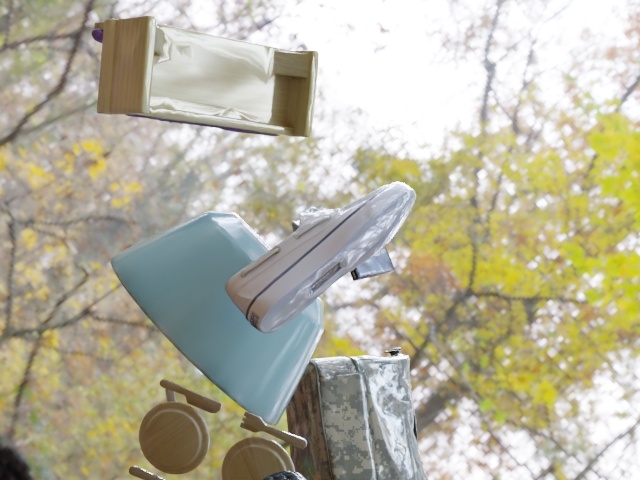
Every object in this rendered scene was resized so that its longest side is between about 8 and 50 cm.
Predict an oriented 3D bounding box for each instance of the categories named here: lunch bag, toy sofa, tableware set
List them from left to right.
[{"bbox_3d":[-0.189,-0.257,1.742,0.177,0.362,0.150,7,-87,46],"label":"toy sofa"},{"bbox_3d":[-0.117,0.247,1.253,0.194,0.128,0.039,22,8,11],"label":"tableware set"},{"bbox_3d":[0.081,0.377,2.155,0.212,0.256,0.305,152,-68,-66],"label":"lunch bag"}]

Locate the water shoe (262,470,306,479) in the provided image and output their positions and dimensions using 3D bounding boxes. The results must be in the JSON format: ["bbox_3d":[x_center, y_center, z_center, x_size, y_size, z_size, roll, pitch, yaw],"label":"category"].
[{"bbox_3d":[-0.047,0.315,1.072,0.073,0.203,0.080,-7,-67,22],"label":"water shoe"}]

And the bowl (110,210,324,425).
[{"bbox_3d":[-0.112,0.080,1.437,0.311,0.163,0.311,46,-1,2],"label":"bowl"}]

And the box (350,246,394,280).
[{"bbox_3d":[0.082,0.031,1.875,0.018,0.083,0.067,-37,-112,51],"label":"box"}]

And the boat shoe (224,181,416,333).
[{"bbox_3d":[0.000,0.000,1.279,0.084,0.258,0.095,43,-24,25],"label":"boat shoe"}]
